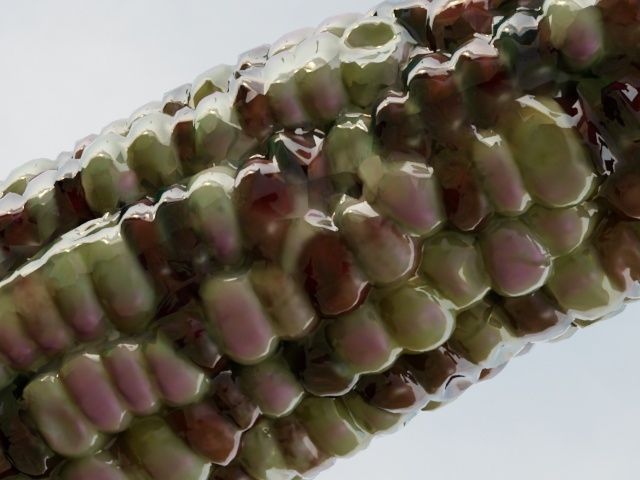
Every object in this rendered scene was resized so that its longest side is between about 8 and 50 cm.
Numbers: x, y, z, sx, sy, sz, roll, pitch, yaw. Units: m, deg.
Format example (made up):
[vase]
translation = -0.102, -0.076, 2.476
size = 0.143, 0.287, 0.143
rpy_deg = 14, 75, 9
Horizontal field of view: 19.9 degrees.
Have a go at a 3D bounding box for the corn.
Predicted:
[corn]
translation = 0.000, 0.000, 0.387
size = 0.280, 0.092, 0.092
rpy_deg = -28, -76, 12
